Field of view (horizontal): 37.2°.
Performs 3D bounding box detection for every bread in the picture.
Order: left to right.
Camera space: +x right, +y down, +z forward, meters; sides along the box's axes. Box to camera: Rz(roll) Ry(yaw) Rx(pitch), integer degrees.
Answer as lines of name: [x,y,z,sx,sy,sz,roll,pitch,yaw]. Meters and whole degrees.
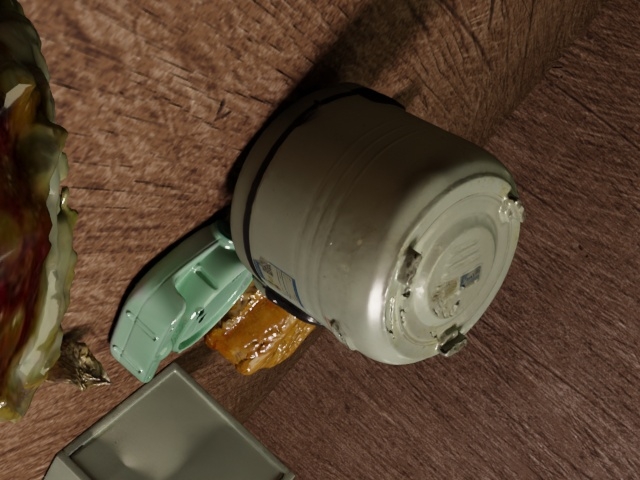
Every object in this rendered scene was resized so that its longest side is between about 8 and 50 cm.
bread: [0.000,0.000,1.206,0.380,0.109,0.185,-52,163,9]

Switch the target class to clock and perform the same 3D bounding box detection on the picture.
clock: [-0.122,0.047,0.945,0.188,0.060,0.148,-43,170,-37]

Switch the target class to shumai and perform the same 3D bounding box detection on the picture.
shumai: [-0.137,-0.007,0.358,0.184,0.142,0.184,-44,168,-12]

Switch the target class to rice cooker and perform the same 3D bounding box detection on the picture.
rice cooker: [0.045,-0.017,0.879,0.226,0.244,0.226,-31,136,-35]

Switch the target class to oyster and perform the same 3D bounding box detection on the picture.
oyster: [-0.201,0.107,0.801,0.083,0.081,0.038,7,-105,61]

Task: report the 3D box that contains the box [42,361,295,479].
box: [-0.195,0.316,1.213,0.225,0.225,0.117,-38,167,-49]
